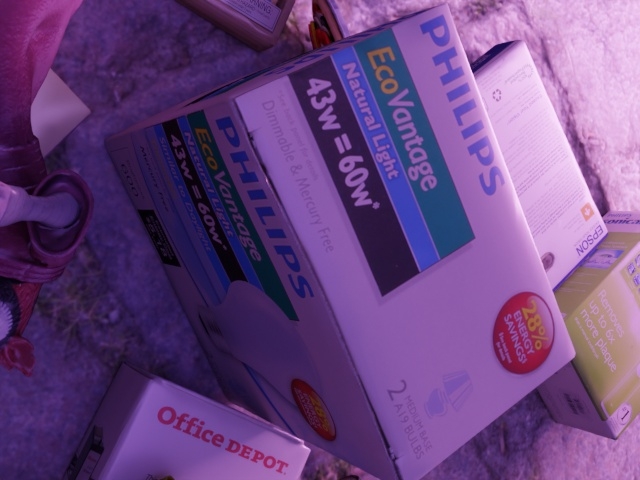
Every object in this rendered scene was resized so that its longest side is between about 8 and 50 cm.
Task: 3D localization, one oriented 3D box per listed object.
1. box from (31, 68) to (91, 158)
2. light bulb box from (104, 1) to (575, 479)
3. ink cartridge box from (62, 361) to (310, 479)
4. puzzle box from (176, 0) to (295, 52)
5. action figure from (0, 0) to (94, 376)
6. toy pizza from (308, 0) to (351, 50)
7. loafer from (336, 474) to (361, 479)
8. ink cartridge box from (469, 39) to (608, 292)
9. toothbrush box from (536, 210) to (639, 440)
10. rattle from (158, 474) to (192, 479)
[{"bbox_3d":[-0.381,-0.129,0.722,0.243,0.117,0.213,47,70,-21],"label":"box"},{"bbox_3d":[0.000,0.000,0.798,0.225,0.361,0.358,-30,105,-25],"label":"light bulb box"},{"bbox_3d":[-0.171,0.305,0.846,0.211,0.121,0.289,31,77,-25],"label":"ink cartridge box"},{"bbox_3d":[-0.170,-0.429,0.869,0.408,0.052,0.272,27,78,-27],"label":"puzzle box"},{"bbox_3d":[-0.284,-0.068,0.645,0.276,0.248,0.370,-50,137,-65],"label":"action figure"},{"bbox_3d":[0.021,-0.190,0.909,0.032,0.201,0.201,-21,102,-2],"label":"toy pizza"},{"bbox_3d":[-0.021,0.321,0.967,0.170,0.062,0.061,-19,95,-29],"label":"loafer"},{"bbox_3d":[0.224,-0.051,1.089,0.324,0.071,0.330,-39,112,-23],"label":"ink cartridge box"},{"bbox_3d":[0.433,0.117,1.180,0.283,0.122,0.206,-39,109,-24],"label":"toothbrush box"},{"bbox_3d":[-0.134,0.296,0.681,0.130,0.199,0.143,-6,93,-27],"label":"rattle"}]
